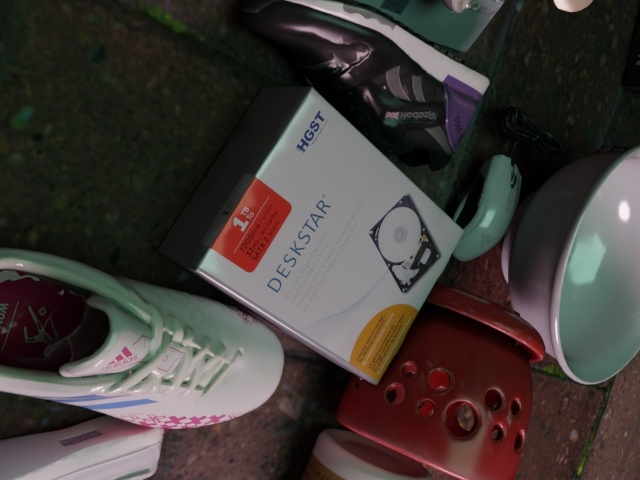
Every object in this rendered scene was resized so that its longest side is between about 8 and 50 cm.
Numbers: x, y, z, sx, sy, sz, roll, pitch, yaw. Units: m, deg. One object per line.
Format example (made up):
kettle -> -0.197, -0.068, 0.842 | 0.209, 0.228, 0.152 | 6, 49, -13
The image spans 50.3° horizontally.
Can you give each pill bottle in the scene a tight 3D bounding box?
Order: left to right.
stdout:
pill bottle -> 0.019, 0.328, 0.713 | 0.131, 0.131, 0.229 | 22, 88, -38

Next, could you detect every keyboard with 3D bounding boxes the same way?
keyboard -> 0.077, -0.239, 0.661 | 0.256, 0.014, 0.072 | 4, 142, -37

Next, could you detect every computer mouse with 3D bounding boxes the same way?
computer mouse -> 0.213, -0.059, 0.793 | 0.106, 0.042, 0.193 | 33, 81, -39

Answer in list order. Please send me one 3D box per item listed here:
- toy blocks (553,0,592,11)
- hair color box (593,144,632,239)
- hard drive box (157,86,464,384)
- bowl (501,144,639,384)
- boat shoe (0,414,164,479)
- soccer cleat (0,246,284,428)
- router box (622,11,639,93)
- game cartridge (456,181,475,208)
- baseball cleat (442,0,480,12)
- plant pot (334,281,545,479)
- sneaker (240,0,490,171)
toy blocks -> 0.294, -0.441, 0.637 | 0.288, 0.309, 0.260 | 41, 42, -31
hair color box -> 0.406, -0.054, 0.958 | 0.072, 0.043, 0.141 | -31, 120, -27
hard drive box -> 0.000, 0.000, 0.635 | 0.232, 0.089, 0.181 | 36, 79, -34
bowl -> 0.322, 0.017, 0.850 | 0.298, 0.134, 0.297 | -15, 114, -37
boat shoe -> -0.215, 0.190, 0.552 | 0.184, 0.066, 0.063 | -9, 107, -45
soccer cleat -> -0.139, 0.087, 0.515 | 0.331, 0.143, 0.116 | 20, 77, -38
router box -> 0.500, -0.290, 0.964 | 0.133, 0.046, 0.178 | 4, 99, -37
game cartridge -> 0.200, -0.048, 0.824 | 0.083, 0.017, 0.056 | -35, 124, -25
baseball cleat -> 0.107, -0.305, 0.595 | 0.072, 0.109, 0.206 | -46, 152, -32
plant pot -> 0.134, 0.149, 0.718 | 0.191, 0.191, 0.174 | 35, 76, -37
sneaker -> 0.045, -0.135, 0.633 | 0.283, 0.107, 0.124 | 13, 100, -38
